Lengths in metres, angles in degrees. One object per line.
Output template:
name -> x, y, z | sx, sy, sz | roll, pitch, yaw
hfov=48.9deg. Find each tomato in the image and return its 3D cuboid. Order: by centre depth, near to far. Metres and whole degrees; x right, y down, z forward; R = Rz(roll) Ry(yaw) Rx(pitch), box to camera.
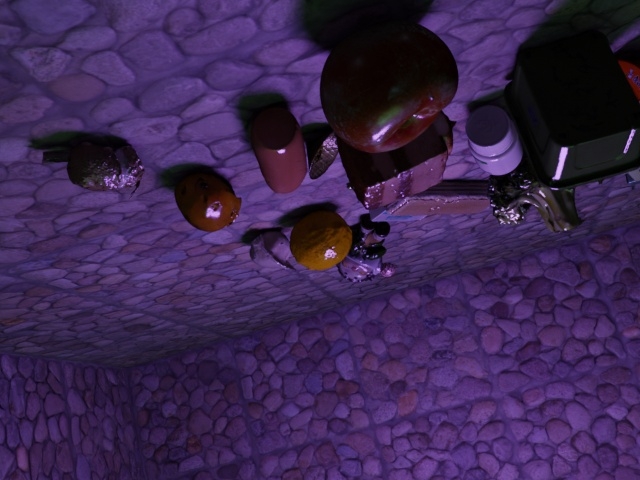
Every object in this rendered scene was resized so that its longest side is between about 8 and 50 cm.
tomato -> 0.123, -0.309, 1.372 | 0.270, 0.223, 0.270 | -33, 168, -8

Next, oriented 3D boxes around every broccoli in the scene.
broccoli -> 0.669, -0.188, 2.129 | 0.338, 0.317, 0.277 | 7, -176, -2

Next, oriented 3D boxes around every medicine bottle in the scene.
medicine bottle -> 0.468, -0.271, 1.909 | 0.139, 0.139, 0.237 | -20, 163, 18

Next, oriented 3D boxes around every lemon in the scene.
lemon -> 0.000, 0.000, 2.308 | 0.192, 0.192, 0.231 | 4, 150, -46

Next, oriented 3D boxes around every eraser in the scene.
eraser -> 0.283, -0.107, 2.430 | 0.225, 0.052, 0.095 | -3, 158, -33

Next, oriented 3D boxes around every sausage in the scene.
sausage -> -0.095, -0.206, 1.689 | 0.121, 0.121, 0.304 | -14, 164, -1

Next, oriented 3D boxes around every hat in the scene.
hat -> -0.010, -0.233, 1.791 | 0.146, 0.067, 0.146 | -50, 162, -23

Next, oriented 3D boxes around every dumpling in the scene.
dumpling -> -0.151, 0.050, 2.405 | 0.142, 0.172, 0.247 | -46, 167, 0

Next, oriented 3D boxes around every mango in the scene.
mango -> -0.298, -0.098, 1.875 | 0.156, 0.151, 0.249 | 15, 174, 11

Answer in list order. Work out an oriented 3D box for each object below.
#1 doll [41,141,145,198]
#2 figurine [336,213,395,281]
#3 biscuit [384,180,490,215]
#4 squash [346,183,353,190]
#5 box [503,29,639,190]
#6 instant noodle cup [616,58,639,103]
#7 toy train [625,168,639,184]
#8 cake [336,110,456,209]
doll -> -0.492, -0.165, 1.547 | 0.221, 0.115, 0.105 | 10, 162, -40
figurine -> 0.158, 0.032, 2.607 | 0.281, 0.167, 0.370 | 25, 148, 2
biscuit -> 0.415, -0.143, 2.376 | 0.426, 0.078, 0.144 | -4, 159, -32
squash -> 0.119, -0.164, 2.166 | 0.089, 0.027, 0.027 | -4, 161, -25
box -> 0.584, -0.304, 1.602 | 0.252, 0.329, 0.178 | -15, 154, 3
instant noodle cup -> 0.831, -0.352, 1.789 | 0.192, 0.250, 0.250 | -16, 165, -20
toy train -> 1.122, -0.291, 2.356 | 0.253, 0.160, 0.397 | -17, 164, 32
cake -> 0.199, -0.226, 1.749 | 0.293, 0.196, 0.199 | -24, 161, -1
